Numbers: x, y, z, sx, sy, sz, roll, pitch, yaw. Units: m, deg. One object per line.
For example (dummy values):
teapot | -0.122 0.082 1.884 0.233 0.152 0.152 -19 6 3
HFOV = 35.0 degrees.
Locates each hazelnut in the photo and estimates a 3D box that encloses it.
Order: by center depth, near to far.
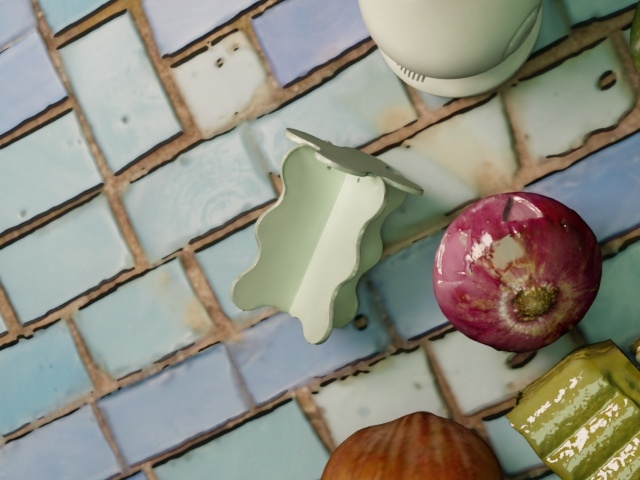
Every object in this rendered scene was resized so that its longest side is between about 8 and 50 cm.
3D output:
hazelnut | 0.103 0.295 1.086 0.210 0.210 0.186 -17 110 12

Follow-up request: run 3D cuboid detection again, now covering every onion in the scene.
onion | 0.206 0.032 1.067 0.177 0.153 0.177 11 127 14

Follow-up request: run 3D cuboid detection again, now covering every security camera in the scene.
security camera | 0.130 -0.250 1.045 0.195 0.236 0.194 0 90 16

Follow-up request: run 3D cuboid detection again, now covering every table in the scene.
table | 0.000 0.000 1.122 0.166 0.166 0.198 26 103 12

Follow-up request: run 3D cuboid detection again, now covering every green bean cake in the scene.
green bean cake | 0.307 0.210 1.000 0.124 0.236 0.233 -43 79 9

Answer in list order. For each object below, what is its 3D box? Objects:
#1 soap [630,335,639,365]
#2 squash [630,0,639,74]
soap | 0.450 0.087 1.049 0.233 0.076 0.135 -43 82 7
squash | 0.405 -0.217 1.045 0.170 0.123 0.170 1 94 17
